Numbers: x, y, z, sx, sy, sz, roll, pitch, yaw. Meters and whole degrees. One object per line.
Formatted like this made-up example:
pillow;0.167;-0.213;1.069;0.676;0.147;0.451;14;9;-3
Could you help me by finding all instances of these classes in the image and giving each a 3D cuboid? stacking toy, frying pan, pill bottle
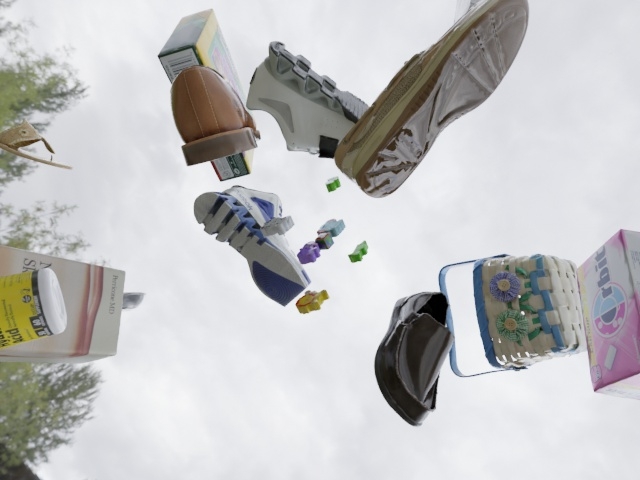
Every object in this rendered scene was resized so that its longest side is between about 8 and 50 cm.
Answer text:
stacking toy;0.000;0.000;0.783;0.052;0.221;0.167;-5;-62;39
frying pan;-0.598;0.165;1.083;0.326;0.197;0.053;-10;-100;5
pill bottle;-0.303;0.069;0.395;0.065;0.116;0.065;46;-37;51

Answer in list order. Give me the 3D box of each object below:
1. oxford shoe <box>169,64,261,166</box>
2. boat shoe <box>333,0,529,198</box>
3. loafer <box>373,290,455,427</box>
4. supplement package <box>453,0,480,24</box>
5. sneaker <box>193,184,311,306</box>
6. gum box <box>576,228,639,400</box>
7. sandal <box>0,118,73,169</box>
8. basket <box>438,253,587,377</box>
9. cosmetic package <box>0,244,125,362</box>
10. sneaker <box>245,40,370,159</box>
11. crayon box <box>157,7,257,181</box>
oxford shoe;-0.096;-0.115;0.392;0.212;0.076;0.076;-142;-146;-71
boat shoe;0.149;-0.221;0.627;0.341;0.121;0.110;-47;-134;5
loafer;0.127;0.130;0.557;0.080;0.220;0.078;41;-58;-12
supplement package;0.443;-0.626;1.155;0.139;0.244;0.134;14;-28;1
sneaker;-0.123;-0.019;1.010;0.315;0.182;0.127;48;-54;-5
gum box;0.384;0.086;0.539;0.062;0.188;0.107;10;-31;3
sandal;-0.647;-0.223;0.920;0.088;0.240;0.079;28;-79;67
basket;0.379;0.145;0.910;0.289;0.201;0.255;-30;-121;51
cosmetic package;-0.464;0.097;0.641;0.129;0.296;0.153;-17;-113;33
sneaker;0.012;-0.207;0.815;0.330;0.122;0.146;35;-56;-11
crayon box;-0.290;-0.403;1.211;0.106;0.313;0.363;-13;-49;7
